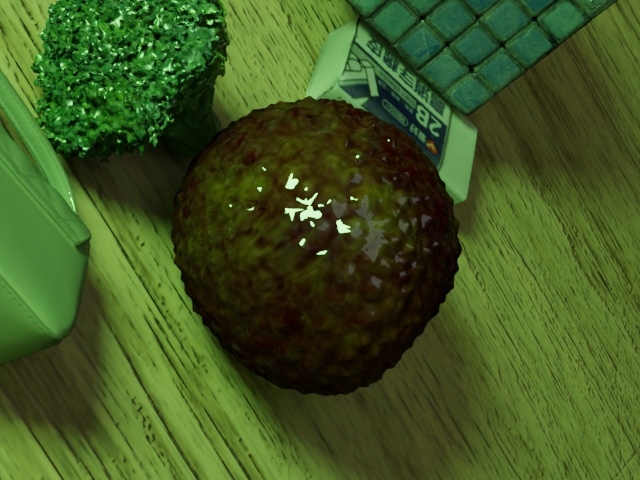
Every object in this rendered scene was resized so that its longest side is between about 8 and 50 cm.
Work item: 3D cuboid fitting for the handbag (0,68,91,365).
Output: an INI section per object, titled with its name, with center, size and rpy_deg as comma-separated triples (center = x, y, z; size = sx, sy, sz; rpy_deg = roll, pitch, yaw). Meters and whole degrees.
[handbag]
center = -0.253, -0.055, 0.722
size = 0.256, 0.079, 0.219
rpy_deg = 59, 17, -33

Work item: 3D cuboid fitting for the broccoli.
[broccoli]
center = -0.149, -0.138, 0.895
size = 0.194, 0.194, 0.220
rpy_deg = 9, 43, -41

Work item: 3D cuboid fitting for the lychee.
[lychee]
center = 0.000, 0.000, 0.886
size = 0.260, 0.260, 0.261
rpy_deg = 20, 59, -37

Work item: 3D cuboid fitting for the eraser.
[eraser]
center = 0.085, -0.139, 1.153
size = 0.210, 0.068, 0.125
rpy_deg = 38, 45, -26

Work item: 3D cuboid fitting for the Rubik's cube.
[Rubik's cube]
center = 0.169, -0.332, 1.161
size = 0.237, 0.237, 0.238
rpy_deg = 36, 30, -27
